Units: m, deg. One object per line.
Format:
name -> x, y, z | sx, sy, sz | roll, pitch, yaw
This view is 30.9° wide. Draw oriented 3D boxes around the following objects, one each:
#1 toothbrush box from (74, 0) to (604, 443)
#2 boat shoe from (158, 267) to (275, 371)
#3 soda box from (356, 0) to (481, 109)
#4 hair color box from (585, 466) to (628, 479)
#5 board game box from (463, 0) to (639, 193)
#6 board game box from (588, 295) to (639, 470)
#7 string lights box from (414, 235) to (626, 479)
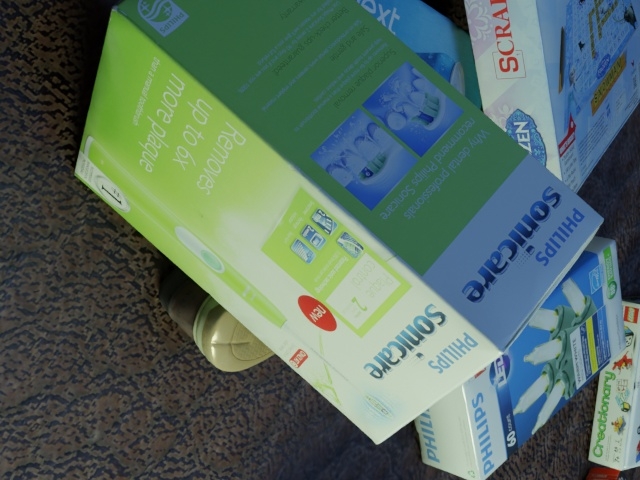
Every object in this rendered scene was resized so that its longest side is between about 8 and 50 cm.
toothbrush box -> -0.003, -0.030, 0.726 | 0.283, 0.206, 0.122 | 41, 61, 2
boat shoe -> 0.000, 0.000, 0.906 | 0.285, 0.092, 0.102 | -31, 143, -34
soda box -> 0.054, -0.161, 0.949 | 0.210, 0.067, 0.071 | 20, 83, -45
hair color box -> 0.313, 0.334, 1.307 | 0.072, 0.043, 0.141 | 52, 54, -27
board game box -> 0.219, -0.237, 1.047 | 0.319, 0.066, 0.318 | -44, 128, -50
board game box -> 0.439, 0.162, 1.413 | 0.305, 0.053, 0.192 | 1, 98, -46
string lights box -> 0.196, 0.106, 1.138 | 0.260, 0.077, 0.133 | -33, 121, -36
